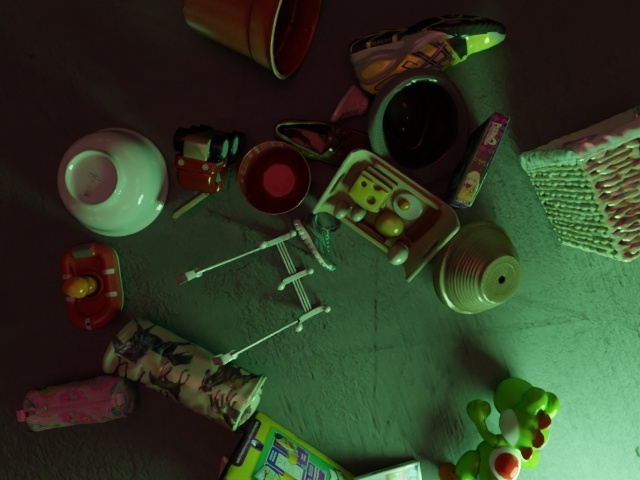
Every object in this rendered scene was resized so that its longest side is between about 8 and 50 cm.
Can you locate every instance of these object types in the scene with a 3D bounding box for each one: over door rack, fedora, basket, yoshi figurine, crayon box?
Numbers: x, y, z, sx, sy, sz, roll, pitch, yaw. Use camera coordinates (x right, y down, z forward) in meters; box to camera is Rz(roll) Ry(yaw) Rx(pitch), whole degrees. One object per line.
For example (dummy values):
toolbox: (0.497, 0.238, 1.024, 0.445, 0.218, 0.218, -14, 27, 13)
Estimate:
over door rack: (-0.151, 0.133, 1.222, 0.324, 0.108, 0.240, -23, 89, -25)
fedora: (0.224, -0.285, 1.207, 0.243, 0.124, 0.275, -28, 121, 5)
basket: (0.687, -0.145, 1.111, 0.328, 0.331, 0.267, -23, 96, 4)
yoshi figurine: (0.454, 0.492, 1.243, 0.203, 0.203, 0.362, 44, 113, 41)
crayon box: (-0.075, 0.588, 1.159, 0.313, 0.363, 0.106, 34, 94, 3)

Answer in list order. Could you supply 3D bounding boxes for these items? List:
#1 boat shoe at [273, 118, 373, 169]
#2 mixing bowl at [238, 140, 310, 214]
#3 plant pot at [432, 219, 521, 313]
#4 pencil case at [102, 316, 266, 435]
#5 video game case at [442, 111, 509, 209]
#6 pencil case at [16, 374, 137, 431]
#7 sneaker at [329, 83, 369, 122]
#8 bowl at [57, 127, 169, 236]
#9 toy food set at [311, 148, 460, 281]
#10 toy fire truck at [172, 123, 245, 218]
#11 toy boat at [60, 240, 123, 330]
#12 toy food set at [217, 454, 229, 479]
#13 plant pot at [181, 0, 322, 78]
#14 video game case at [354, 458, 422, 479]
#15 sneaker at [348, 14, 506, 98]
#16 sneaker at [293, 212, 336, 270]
boat shoe: (0.029, -0.239, 1.257, 0.307, 0.104, 0.111, 9, 91, 3)
mixing bowl: (-0.112, -0.156, 1.272, 0.181, 0.098, 0.182, 0, 92, 4)
plant pot: (0.397, 0.076, 1.189, 0.237, 0.109, 0.238, -6, 106, -23)
pencil case: (-0.345, 0.338, 1.265, 0.410, 0.184, 0.160, 23, 55, 6)
video game case: (0.357, -0.176, 1.173, 0.041, 0.232, 0.210, 24, 94, 5)
pencil case: (-0.637, 0.430, 1.315, 0.284, 0.124, 0.124, -9, 91, 3)
sneaker: (0.080, -0.334, 1.259, 0.070, 0.051, 0.134, 36, 60, -5)
bowl: (-0.560, -0.157, 1.286, 0.297, 0.134, 0.298, 0, 91, 4)
toy food set: (0.149, -0.055, 1.204, 0.306, 0.092, 0.220, 35, 131, 1)
toy fire truck: (-0.301, -0.156, 1.239, 0.158, 0.217, 0.247, 12, 107, 4)
toy boat: (-0.608, 0.120, 1.287, 0.150, 0.151, 0.231, -8, 91, 4)
toy food set: (-0.183, 0.674, 1.314, 0.217, 0.071, 0.128, 19, 93, 3)
plant pot: (-0.170, -0.566, 1.196, 0.265, 0.272, 0.273, 23, 93, 11)
video game case: (0.184, 0.688, 1.283, 0.183, 0.023, 0.202, -8, 91, -18)
sneaker: (0.265, -0.463, 1.239, 0.384, 0.145, 0.147, -11, 120, 2)
sneaker: (0.000, 0.000, 1.289, 0.076, 0.065, 0.167, -34, 91, 0)
